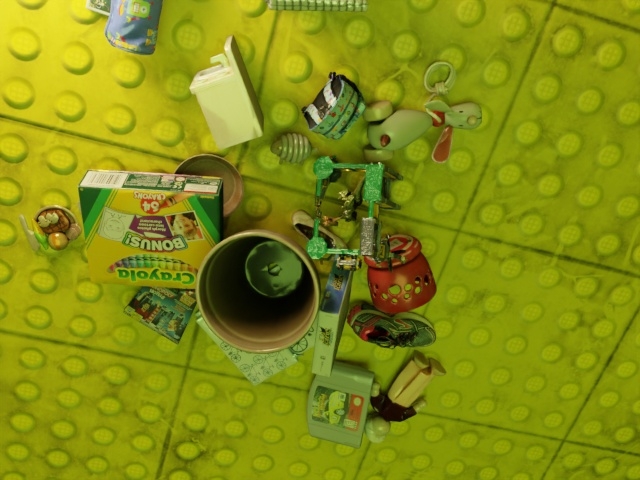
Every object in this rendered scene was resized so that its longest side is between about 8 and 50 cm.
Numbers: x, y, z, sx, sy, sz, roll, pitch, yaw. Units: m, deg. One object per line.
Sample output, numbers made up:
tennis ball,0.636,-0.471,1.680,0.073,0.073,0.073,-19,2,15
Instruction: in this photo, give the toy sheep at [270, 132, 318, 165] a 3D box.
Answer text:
toy sheep,-0.070,-0.245,1.887,0.132,0.091,0.091,-2,117,-19

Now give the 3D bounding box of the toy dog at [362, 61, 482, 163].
toy dog,0.257,-0.297,1.841,0.334,0.161,0.220,-28,115,9

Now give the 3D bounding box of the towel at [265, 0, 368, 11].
towel,-0.023,-0.597,1.602,0.235,0.283,0.121,-1,115,-5

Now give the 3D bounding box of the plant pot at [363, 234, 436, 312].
plant pot,0.222,0.089,2.016,0.191,0.191,0.174,-16,114,3

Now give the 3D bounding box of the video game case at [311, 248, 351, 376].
video game case,0.038,0.201,1.986,0.061,0.269,0.244,11,128,7

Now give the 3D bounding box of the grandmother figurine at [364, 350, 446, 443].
grandmother figurine,0.248,0.516,2.282,0.208,0.104,0.342,29,108,-8

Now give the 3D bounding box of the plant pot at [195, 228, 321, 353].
plant pot,-0.149,0.108,1.922,0.323,0.280,0.323,1,102,5

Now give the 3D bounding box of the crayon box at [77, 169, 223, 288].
crayon box,-0.449,-0.024,1.922,0.363,0.106,0.313,3,123,-2

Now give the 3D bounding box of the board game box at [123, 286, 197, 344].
board game box,-0.443,0.181,2.079,0.194,0.060,0.194,35,108,-19

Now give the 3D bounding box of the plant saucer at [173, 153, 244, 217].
plant saucer,-0.310,-0.148,1.940,0.199,0.036,0.198,-2,117,-4

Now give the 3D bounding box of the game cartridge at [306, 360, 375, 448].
game cartridge,0.057,0.525,2.266,0.196,0.060,0.294,13,115,13

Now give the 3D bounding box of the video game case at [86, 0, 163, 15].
video game case,-0.458,-0.624,1.700,0.173,0.022,0.190,16,115,-13

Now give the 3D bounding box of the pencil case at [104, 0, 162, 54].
pencil case,-0.427,-0.590,1.638,0.133,0.119,0.306,-1,120,-31

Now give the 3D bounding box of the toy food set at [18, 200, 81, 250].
toy food set,-0.733,-0.034,1.961,0.192,0.038,0.132,-14,117,2

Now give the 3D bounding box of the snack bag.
snack bag,-0.155,0.260,2.155,0.342,0.037,0.323,-30,114,10

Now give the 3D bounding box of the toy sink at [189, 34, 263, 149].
toy sink,-0.241,-0.371,1.771,0.131,0.153,0.234,-17,117,5

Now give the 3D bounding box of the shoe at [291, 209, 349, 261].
shoe,0.000,0.000,2.025,0.219,0.058,0.076,40,107,-21

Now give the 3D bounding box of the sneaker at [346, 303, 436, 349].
sneaker,0.222,0.285,2.142,0.299,0.112,0.121,12,114,-25

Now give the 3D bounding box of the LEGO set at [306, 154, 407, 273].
LEGO set,0.103,-0.072,1.923,0.255,0.192,0.331,-6,81,25

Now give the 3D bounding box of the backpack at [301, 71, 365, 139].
backpack,0.038,-0.331,1.800,0.117,0.173,0.158,35,108,-19
